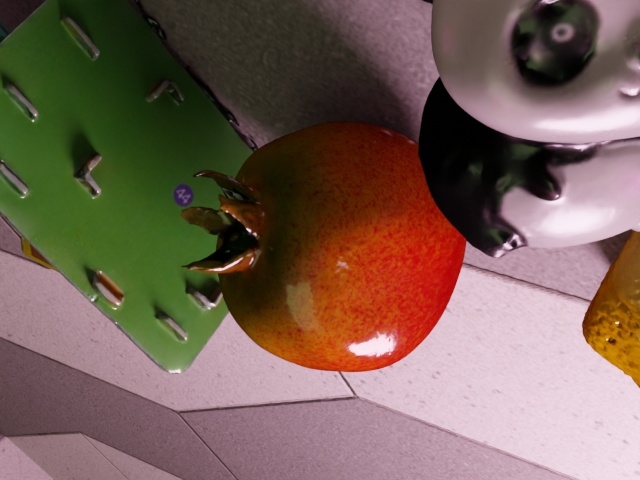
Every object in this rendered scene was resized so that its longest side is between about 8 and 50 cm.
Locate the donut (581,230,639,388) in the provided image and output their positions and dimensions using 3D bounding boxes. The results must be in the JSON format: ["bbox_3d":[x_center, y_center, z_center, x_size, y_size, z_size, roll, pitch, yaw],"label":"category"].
[{"bbox_3d":[0.268,0.037,0.678,0.101,0.152,0.259,31,147,15],"label":"donut"}]

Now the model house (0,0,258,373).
[{"bbox_3d":[-0.266,-0.060,0.933,0.312,0.243,0.358,-5,135,48],"label":"model house"}]

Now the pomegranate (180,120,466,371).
[{"bbox_3d":[0.000,0.000,0.778,0.256,0.221,0.220,14,161,-35],"label":"pomegranate"}]

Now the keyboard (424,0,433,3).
[{"bbox_3d":[-0.007,-0.245,0.643,0.316,0.027,0.106,24,151,13],"label":"keyboard"}]

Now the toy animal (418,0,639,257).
[{"bbox_3d":[0.154,-0.112,0.548,0.187,0.165,0.235,-10,146,-9],"label":"toy animal"}]
